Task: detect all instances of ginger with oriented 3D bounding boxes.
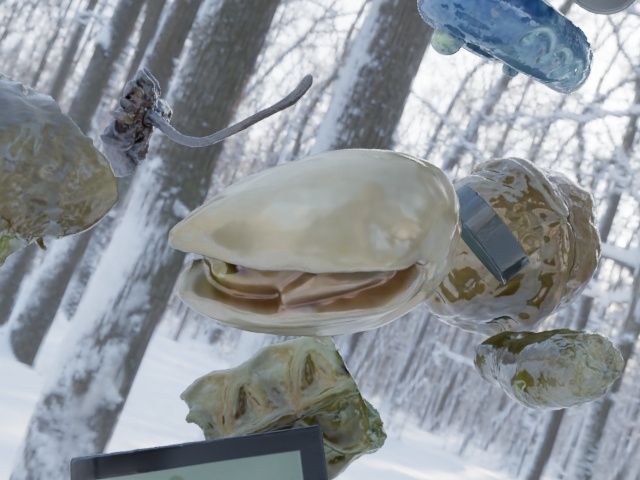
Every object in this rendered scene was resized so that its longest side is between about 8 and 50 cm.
[{"bbox_3d":[0.311,0.179,1.239,0.109,0.117,0.263,6,-5,-18],"label":"ginger"},{"bbox_3d":[-0.303,-0.030,0.648,0.219,0.270,0.123,45,-37,14],"label":"ginger"}]

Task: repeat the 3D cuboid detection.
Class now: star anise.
[{"bbox_3d":[-0.137,-0.139,1.046,0.227,0.219,0.148,24,28,9],"label":"star anise"}]

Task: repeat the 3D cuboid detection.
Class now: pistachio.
[{"bbox_3d":[0.000,0.000,0.942,0.318,0.194,0.214,-4,26,-8],"label":"pistachio"}]

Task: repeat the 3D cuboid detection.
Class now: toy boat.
[{"bbox_3d":[0.243,-0.271,1.210,0.215,0.123,0.330,36,10,29],"label":"toy boat"}]

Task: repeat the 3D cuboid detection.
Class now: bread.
[{"bbox_3d":[-0.049,0.274,1.365,0.239,0.252,0.196,58,-2,-15],"label":"bread"}]

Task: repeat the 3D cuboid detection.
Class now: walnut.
[{"bbox_3d":[0.310,0.011,1.476,0.306,0.306,0.344,23,-21,-16],"label":"walnut"}]

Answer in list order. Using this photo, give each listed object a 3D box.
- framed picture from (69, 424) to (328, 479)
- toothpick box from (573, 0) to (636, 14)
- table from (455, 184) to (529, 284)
[{"bbox_3d":[-0.151,0.395,1.162,0.347,0.265,0.016,-7,-20,-6],"label":"framed picture"},{"bbox_3d":[0.380,-0.353,1.063,0.111,0.180,0.111,29,-41,29],"label":"toothpick box"},{"bbox_3d":[0.211,-0.008,1.138,0.133,0.043,0.133,51,3,-3],"label":"table"}]
